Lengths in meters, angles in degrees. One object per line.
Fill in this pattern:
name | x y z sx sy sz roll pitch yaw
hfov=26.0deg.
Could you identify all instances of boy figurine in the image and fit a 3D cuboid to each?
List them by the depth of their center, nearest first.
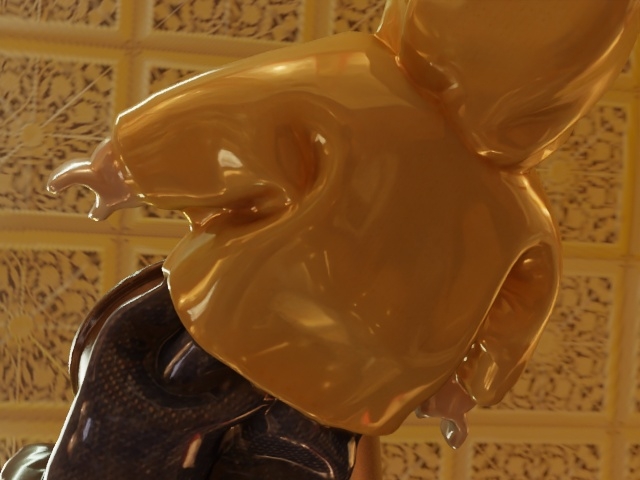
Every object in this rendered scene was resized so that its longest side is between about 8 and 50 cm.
boy figurine | 0.000 0.000 0.454 0.177 0.092 0.285 28 -77 -25

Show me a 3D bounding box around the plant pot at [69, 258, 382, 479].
plant pot | -0.039 0.117 0.662 0.166 0.165 0.167 -4 -51 -4
